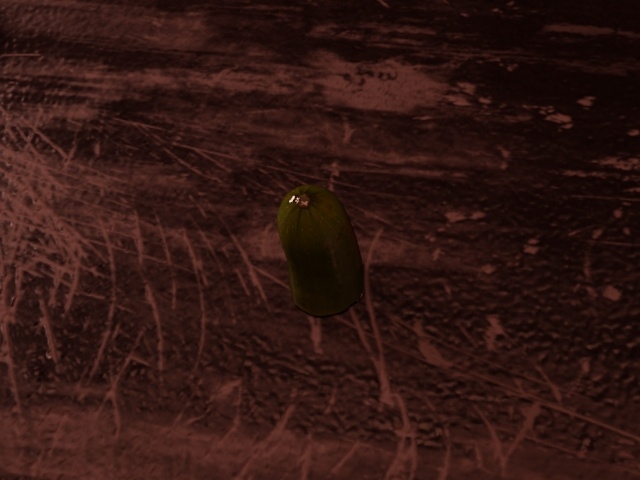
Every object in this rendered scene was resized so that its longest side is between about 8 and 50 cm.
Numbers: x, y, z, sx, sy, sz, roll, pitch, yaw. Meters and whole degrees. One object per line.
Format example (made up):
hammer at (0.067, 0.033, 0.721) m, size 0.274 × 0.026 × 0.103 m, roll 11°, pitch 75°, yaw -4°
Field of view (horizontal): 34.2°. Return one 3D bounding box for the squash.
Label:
squash at (0.000, 0.000, 1.179) m, size 0.095 × 0.188 × 0.095 m, roll -3°, pitch 56°, yaw 4°
